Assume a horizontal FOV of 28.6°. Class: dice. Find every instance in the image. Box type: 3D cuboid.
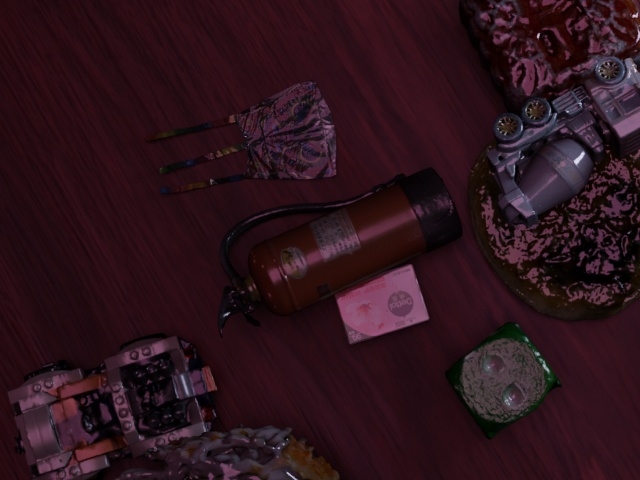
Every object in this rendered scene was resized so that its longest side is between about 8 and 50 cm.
[{"bbox_3d":[0.254,0.195,1.760,0.131,0.128,0.120,-37,80,3],"label":"dice"}]

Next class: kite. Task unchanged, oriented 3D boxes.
[{"bbox_3d":[-0.118,-0.143,1.891,0.285,0.015,0.152,-12,81,2],"label":"kite"}]

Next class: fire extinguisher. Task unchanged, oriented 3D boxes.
[{"bbox_3d":[0.004,0.010,1.814,0.376,0.200,0.113,-25,114,-6],"label":"fire extinguisher"}]

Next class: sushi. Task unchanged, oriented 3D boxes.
[{"bbox_3d":[-0.123,0.443,1.746,0.417,0.176,0.418,1,98,5],"label":"sushi"}]

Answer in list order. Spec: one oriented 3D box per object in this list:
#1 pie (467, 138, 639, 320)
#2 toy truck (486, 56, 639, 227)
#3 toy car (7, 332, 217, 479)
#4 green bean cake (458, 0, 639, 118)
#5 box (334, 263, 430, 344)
[{"bbox_3d":[0.372,-0.036,1.799,0.323,0.070,0.323,0,86,6],"label":"pie"},{"bbox_3d":[0.343,-0.130,1.721,0.256,0.108,0.140,-29,68,2],"label":"toy truck"},{"bbox_3d":[-0.299,0.243,1.824,0.301,0.118,0.193,-18,81,3],"label":"toy car"},{"bbox_3d":[0.341,-0.296,1.807,0.232,0.097,0.199,-22,77,3],"label":"green bean cake"},{"bbox_3d":[0.089,0.093,1.829,0.125,0.043,0.089,-19,83,4],"label":"box"}]
